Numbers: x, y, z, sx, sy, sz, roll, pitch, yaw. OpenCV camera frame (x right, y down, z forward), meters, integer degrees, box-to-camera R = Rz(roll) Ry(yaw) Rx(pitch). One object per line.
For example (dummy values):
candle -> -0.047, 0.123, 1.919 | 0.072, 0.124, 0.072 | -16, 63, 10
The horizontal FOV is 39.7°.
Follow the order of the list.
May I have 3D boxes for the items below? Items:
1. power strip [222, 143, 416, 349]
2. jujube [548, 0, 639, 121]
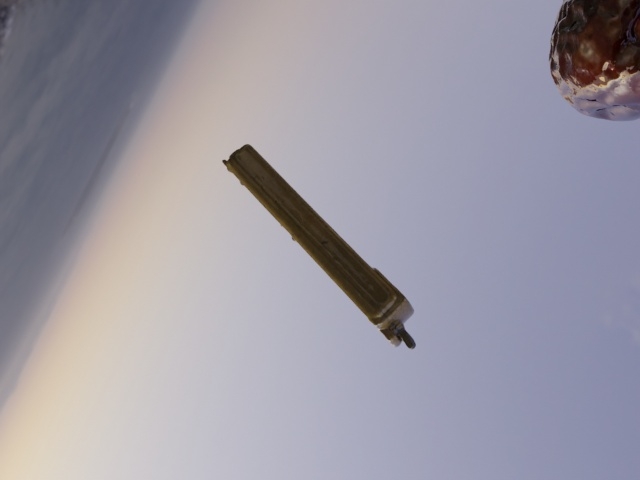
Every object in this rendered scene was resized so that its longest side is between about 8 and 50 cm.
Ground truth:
power strip -> 0.000, 0.000, 0.935 | 0.044, 0.305, 0.064 | -43, 156, -2
jujube -> 0.341, -0.225, 0.992 | 0.183, 0.183, 0.243 | -61, 171, 12
